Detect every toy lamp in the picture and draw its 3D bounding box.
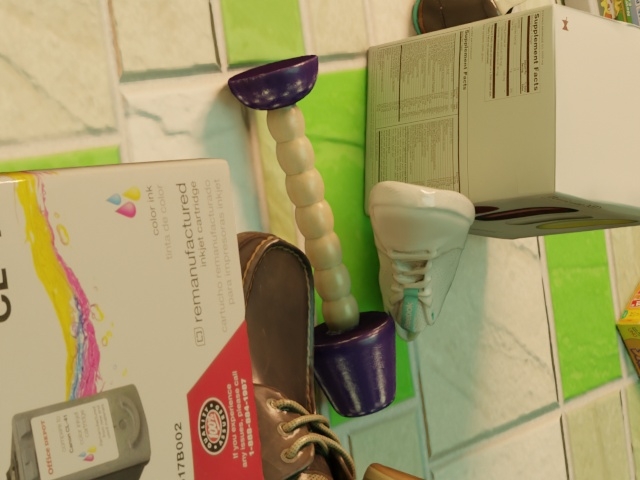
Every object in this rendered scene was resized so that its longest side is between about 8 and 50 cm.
[{"bbox_3d":[0.000,0.000,1.344,0.080,0.080,0.275,-28,107,-50],"label":"toy lamp"}]

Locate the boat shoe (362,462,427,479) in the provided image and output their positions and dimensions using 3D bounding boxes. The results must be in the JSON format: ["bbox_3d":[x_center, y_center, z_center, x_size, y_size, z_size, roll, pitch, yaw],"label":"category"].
[{"bbox_3d":[0.079,0.249,1.295,0.341,0.121,0.110,72,39,-68],"label":"boat shoe"}]

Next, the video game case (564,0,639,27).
[{"bbox_3d":[0.310,-0.367,1.809,0.300,0.036,0.329,-28,109,-50],"label":"video game case"}]

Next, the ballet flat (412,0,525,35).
[{"bbox_3d":[0.176,-0.265,1.576,0.095,0.096,0.280,52,48,-34],"label":"ballet flat"}]

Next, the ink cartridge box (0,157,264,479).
[{"bbox_3d":[-0.184,0.071,1.059,0.306,0.131,0.226,-9,94,-53],"label":"ink cartridge box"}]

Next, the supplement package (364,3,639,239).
[{"bbox_3d":[0.174,-0.088,1.450,0.194,0.203,0.149,8,80,-42],"label":"supplement package"}]

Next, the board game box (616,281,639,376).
[{"bbox_3d":[0.387,0.146,1.859,0.124,0.039,0.259,-53,129,-39],"label":"board game box"}]

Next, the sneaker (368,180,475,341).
[{"bbox_3d":[0.075,0.022,1.375,0.212,0.080,0.094,71,29,-70],"label":"sneaker"}]

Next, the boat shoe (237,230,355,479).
[{"bbox_3d":[-0.034,0.168,1.239,0.132,0.130,0.356,19,71,-50],"label":"boat shoe"}]
